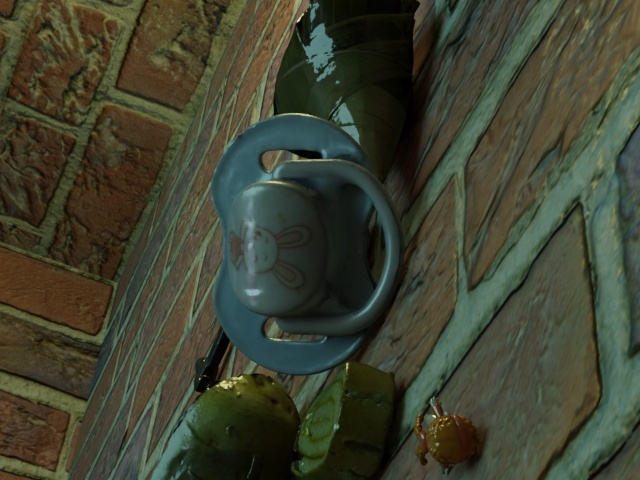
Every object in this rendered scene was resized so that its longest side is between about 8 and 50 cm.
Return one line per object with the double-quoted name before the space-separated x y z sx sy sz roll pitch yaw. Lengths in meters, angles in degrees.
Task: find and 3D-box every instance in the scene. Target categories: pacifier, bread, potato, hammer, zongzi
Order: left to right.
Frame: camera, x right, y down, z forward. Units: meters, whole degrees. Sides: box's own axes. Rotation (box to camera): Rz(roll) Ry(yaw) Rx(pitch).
"potato" -0.103 0.290 1.676 0.111 0.160 0.272 29 90 40
"hammer" -0.137 0.115 2.318 0.137 0.037 0.290 -103 34 -69
"pacifier" 0.000 0.000 1.639 0.226 0.238 0.287 -16 -78 -68
"zongzi" 0.020 -0.124 1.797 0.289 0.154 0.318 113 162 -55
"bread" 0.023 0.187 1.430 0.156 0.064 0.117 133 159 -64

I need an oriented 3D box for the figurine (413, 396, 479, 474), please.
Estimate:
"figurine" 0.097 0.161 1.200 0.109 0.047 0.064 165 95 -83
